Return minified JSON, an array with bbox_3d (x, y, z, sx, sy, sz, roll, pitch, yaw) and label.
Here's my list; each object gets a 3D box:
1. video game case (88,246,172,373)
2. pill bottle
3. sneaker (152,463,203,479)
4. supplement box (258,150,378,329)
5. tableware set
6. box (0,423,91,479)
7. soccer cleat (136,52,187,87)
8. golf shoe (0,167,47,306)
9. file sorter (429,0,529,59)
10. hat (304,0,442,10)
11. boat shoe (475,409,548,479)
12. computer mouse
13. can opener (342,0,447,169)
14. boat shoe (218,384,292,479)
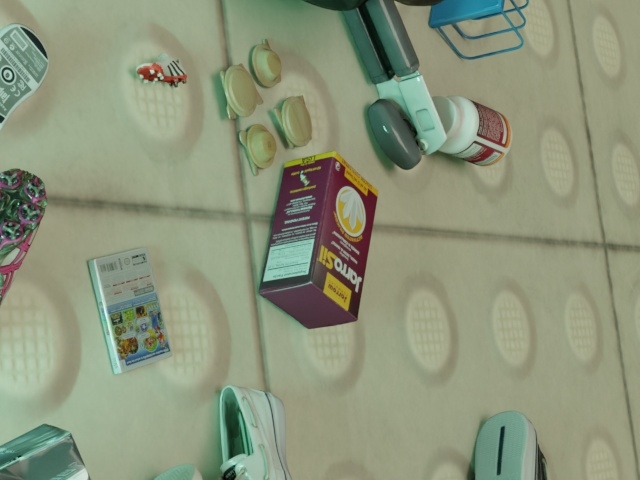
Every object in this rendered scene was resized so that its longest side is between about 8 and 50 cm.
[{"bbox_3d":[-0.200,0.073,1.583,0.087,0.011,0.122,-15,92,-56],"label":"video game case"},{"bbox_3d":[0.207,-0.161,2.169,0.152,0.086,0.086,15,68,-53],"label":"pill bottle"},{"bbox_3d":[-0.152,0.376,1.474,0.169,0.108,0.292,59,37,-20],"label":"sneaker"},{"bbox_3d":[0.000,0.000,1.829,0.104,0.081,0.188,40,50,-42],"label":"supplement box"},{"bbox_3d":[-0.067,-0.164,1.839,0.169,0.020,0.141,-43,117,-53],"label":"tableware set"},{"bbox_3d":[-0.268,0.345,1.259,0.242,0.076,0.307,-25,102,-27],"label":"box"},{"bbox_3d":[-0.180,-0.194,1.682,0.083,0.029,0.035,4,68,-58],"label":"soccer cleat"},{"bbox_3d":[-0.311,0.014,1.397,0.067,0.086,0.186,25,55,-7],"label":"golf shoe"},{"bbox_3d":[0.250,-0.374,2.272,0.104,0.118,0.170,45,46,-44],"label":"file sorter"},{"bbox_3d":[0.008,-0.377,1.893,0.331,0.134,0.331,28,40,-26],"label":"hat"},{"bbox_3d":[0.266,0.390,2.051,0.119,0.121,0.335,48,42,-30],"label":"boat shoe"},{"bbox_3d":[-0.327,-0.132,1.442,0.106,0.042,0.193,52,47,-25],"label":"computer mouse"},{"bbox_3d":[0.086,-0.234,2.030,0.095,0.076,0.283,-44,115,-52],"label":"can opener"},{"bbox_3d":[-0.078,0.259,1.632,0.076,0.083,0.226,24,37,-33],"label":"boat shoe"}]
